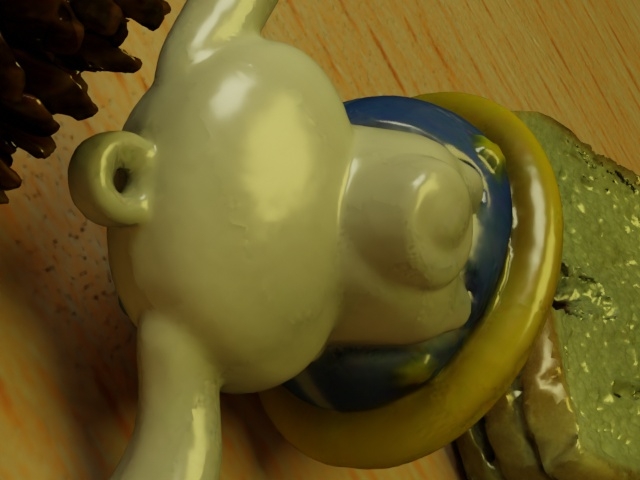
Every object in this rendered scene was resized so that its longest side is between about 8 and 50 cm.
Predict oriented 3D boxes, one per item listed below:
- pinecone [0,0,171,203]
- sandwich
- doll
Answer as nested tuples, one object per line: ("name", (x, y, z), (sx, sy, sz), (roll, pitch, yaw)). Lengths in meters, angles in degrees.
("pinecone", (-0.131, -0.087, 0.443), (0.173, 0.173, 0.173), (37, 39, -37))
("sandwich", (0.166, 0.059, 0.850), (0.249, 0.095, 0.273), (25, 47, -41))
("doll", (0.005, 0.026, 0.551), (0.242, 0.159, 0.311), (58, 45, -53))
